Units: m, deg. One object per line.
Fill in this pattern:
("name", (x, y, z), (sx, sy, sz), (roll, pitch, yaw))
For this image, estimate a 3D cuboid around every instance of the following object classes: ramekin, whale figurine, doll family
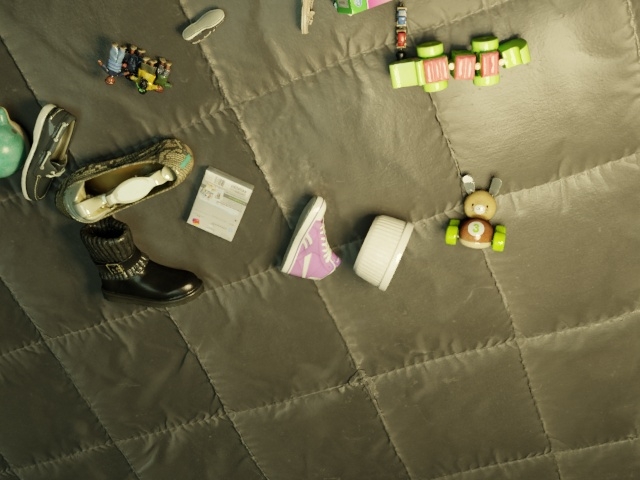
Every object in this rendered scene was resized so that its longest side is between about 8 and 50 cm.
("ramekin", (0.172, 0.026, 1.839), (0.109, 0.207, 0.207), (24, 118, 5))
("whale figurine", (-0.960, -0.293, 1.846), (0.216, 0.141, 0.272), (-38, 106, 23))
("doll family", (-0.492, -0.447, 1.749), (0.192, 0.076, 0.111), (26, 122, -1))

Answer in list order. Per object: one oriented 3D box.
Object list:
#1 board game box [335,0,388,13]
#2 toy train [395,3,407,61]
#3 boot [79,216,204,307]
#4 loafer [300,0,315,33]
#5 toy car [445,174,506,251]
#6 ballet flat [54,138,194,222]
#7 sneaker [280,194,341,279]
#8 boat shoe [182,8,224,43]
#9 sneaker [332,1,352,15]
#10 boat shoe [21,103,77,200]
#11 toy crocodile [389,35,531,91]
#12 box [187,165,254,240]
("board game box", (0.158, -0.664, 1.442), (0.316, 0.064, 0.242), (-28, 123, -22))
("toy train", (0.201, -0.507, 1.643), (0.027, 0.036, 0.158), (1, 118, 7))
("boot", (-0.536, 0.065, 1.974), (0.347, 0.131, 0.260), (0, 122, 7))
("loafer", (-0.030, -0.578, 1.635), (0.039, 0.045, 0.125), (0, 115, 0))
("toy car", (0.432, -0.081, 1.789), (0.154, 0.149, 0.189), (8, 107, 15))
("ballet flat", (-0.583, -0.145, 1.851), (0.482, 0.182, 0.164), (-19, 119, 17))
("sneaker", (0.000, 0.000, 1.908), (0.160, 0.102, 0.282), (19, 129, -6))
("boat shoe", (-0.294, -0.547, 1.687), (0.125, 0.038, 0.046), (-30, 68, 15))
("sneaker", (0.068, -0.630, 1.583), (0.073, 0.063, 0.162), (17, 117, 3))
("boat shoe", (-0.769, -0.234, 1.870), (0.091, 0.114, 0.303), (24, 119, 1))
("toy crocodile", (0.341, -0.432, 1.620), (0.340, 0.105, 0.115), (-6, 117, 5))
("box", (-0.292, -0.105, 1.917), (0.145, 0.038, 0.186), (23, 117, -5))
